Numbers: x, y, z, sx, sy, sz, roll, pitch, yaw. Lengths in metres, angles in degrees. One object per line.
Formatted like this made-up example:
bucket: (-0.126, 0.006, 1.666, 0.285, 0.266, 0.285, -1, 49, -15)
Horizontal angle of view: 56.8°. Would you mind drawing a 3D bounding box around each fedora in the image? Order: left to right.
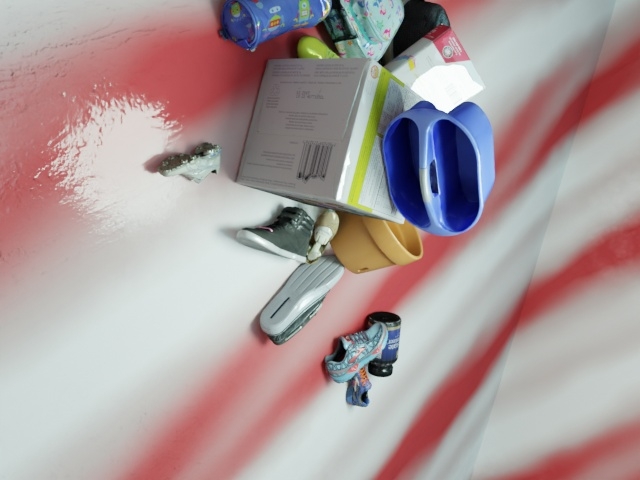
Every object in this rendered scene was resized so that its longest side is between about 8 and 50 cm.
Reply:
fedora: (0.323, -0.649, 1.924, 0.334, 0.152, 0.334, -19, 116, -46)

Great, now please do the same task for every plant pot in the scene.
plant pot: (0.152, -0.029, 1.813, 0.291, 0.203, 0.291, 46, 26, -31)

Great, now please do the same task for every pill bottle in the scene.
pill bottle: (0.227, 0.380, 2.164, 0.122, 0.122, 0.219, -14, 112, -48)

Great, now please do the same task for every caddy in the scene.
caddy: (0.279, -0.172, 1.415, 0.179, 0.241, 0.342, -49, 136, -41)

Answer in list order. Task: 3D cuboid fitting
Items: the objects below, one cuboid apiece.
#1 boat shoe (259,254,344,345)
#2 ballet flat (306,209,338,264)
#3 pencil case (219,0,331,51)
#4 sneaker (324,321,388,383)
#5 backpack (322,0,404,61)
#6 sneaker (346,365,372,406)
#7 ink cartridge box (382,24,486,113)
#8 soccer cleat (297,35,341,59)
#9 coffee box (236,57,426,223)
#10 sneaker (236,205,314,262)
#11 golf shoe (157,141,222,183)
boat shoe: (-0.051, 0.175, 1.781, 0.335, 0.121, 0.119, -41, 142, -25)
ballet flat: (0.000, 0.000, 1.731, 0.206, 0.073, 0.067, 114, -9, -45)
pencil case: (-0.104, -0.561, 1.453, 0.306, 0.119, 0.133, -37, 132, -38)
sneaker: (0.121, 0.363, 2.014, 0.262, 0.104, 0.125, -44, 117, -12)
backpack: (0.120, -0.633, 1.660, 0.225, 0.191, 0.254, -62, 145, -26)
sneaker: (0.148, 0.504, 2.135, 0.083, 0.087, 0.221, -24, 120, -45)
ink cartridge box: (0.314, -0.477, 1.825, 0.306, 0.131, 0.226, -34, 115, 10)
soccer cleat: (0.045, -0.486, 1.660, 0.289, 0.121, 0.094, 26, 82, -51)
coffee box: (0.044, -0.256, 1.558, 0.334, 0.337, 0.339, 14, 90, -53)
sneaker: (-0.119, -0.035, 1.627, 0.295, 0.104, 0.147, 21, 83, -58)
golf shoe: (-0.299, -0.167, 1.388, 0.176, 0.069, 0.086, -29, 129, -41)
